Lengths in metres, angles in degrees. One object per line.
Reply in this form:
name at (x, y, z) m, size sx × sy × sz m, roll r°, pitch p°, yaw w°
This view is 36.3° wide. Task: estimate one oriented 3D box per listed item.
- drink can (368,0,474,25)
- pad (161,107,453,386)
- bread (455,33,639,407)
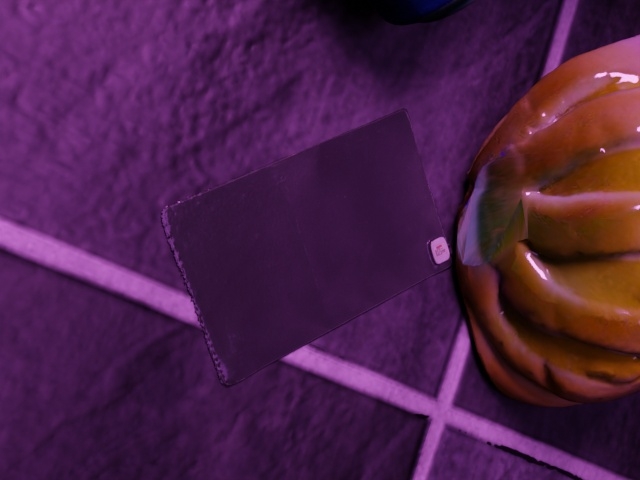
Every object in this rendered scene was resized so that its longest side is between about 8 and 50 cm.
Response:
drink can at (0.028, -0.228, 0.559) m, size 0.205 × 0.118 × 0.118 m, roll 45°, pitch 68°, yaw -26°
pad at (0.000, 0.000, 0.614) m, size 0.193 × 0.004 × 0.116 m, roll -25°, pitch 104°, yaw -29°
bread at (0.196, -0.010, 0.650) m, size 0.158 × 0.156 × 0.260 m, roll 3°, pitch 89°, yaw -35°
